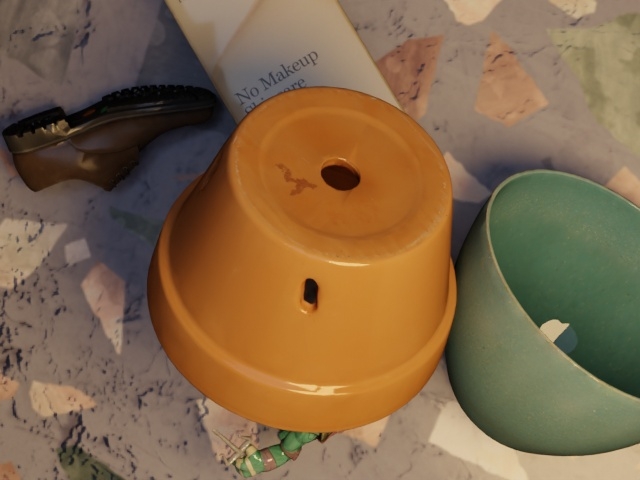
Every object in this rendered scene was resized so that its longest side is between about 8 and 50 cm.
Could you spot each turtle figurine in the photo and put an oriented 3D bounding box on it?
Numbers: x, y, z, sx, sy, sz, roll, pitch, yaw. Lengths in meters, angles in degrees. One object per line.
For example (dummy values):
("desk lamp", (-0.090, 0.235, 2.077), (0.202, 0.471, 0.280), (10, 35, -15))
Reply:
("turtle figurine", (-0.027, 0.160, 1.625), (0.118, 0.234, 0.175), (19, 90, 5))

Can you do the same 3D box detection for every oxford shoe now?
("oxford shoe", (-0.216, -0.107, 1.735), (0.227, 0.083, 0.096), (-16, 110, 2))

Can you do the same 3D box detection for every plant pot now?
("plant pot", (0.235, 0.101, 1.610), (0.290, 0.290, 0.195), (41, 128, 4))
("plant pot", (0.000, 0.000, 1.466), (0.291, 0.203, 0.290), (7, 53, -10))

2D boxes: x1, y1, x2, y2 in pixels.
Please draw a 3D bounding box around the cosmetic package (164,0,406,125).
("cosmetic package", (-0.015, -0.156, 1.695), (0.160, 0.113, 0.309), (-32, 87, 3))
